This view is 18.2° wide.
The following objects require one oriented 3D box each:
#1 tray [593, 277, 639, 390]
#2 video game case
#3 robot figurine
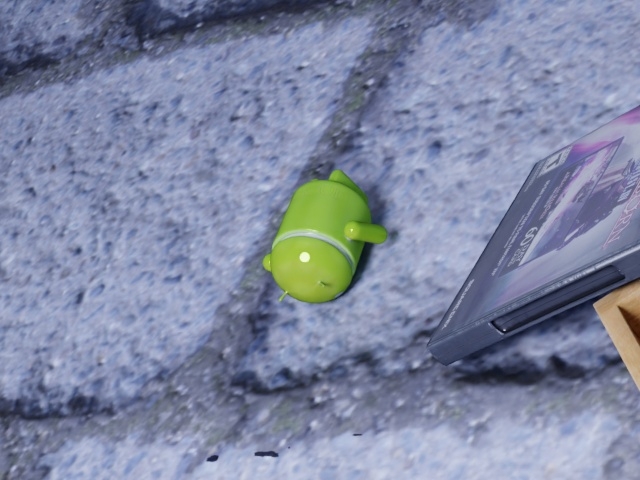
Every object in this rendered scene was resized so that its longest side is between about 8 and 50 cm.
[{"bbox_3d":[0.376,0.003,1.153,0.411,0.076,0.203,-32,31,8],"label":"tray"},{"bbox_3d":[0.194,-0.027,1.327,0.274,0.026,0.196,-32,20,53],"label":"video game case"},{"bbox_3d":[0.000,0.000,1.550,0.101,0.067,0.115,-21,35,37],"label":"robot figurine"}]
